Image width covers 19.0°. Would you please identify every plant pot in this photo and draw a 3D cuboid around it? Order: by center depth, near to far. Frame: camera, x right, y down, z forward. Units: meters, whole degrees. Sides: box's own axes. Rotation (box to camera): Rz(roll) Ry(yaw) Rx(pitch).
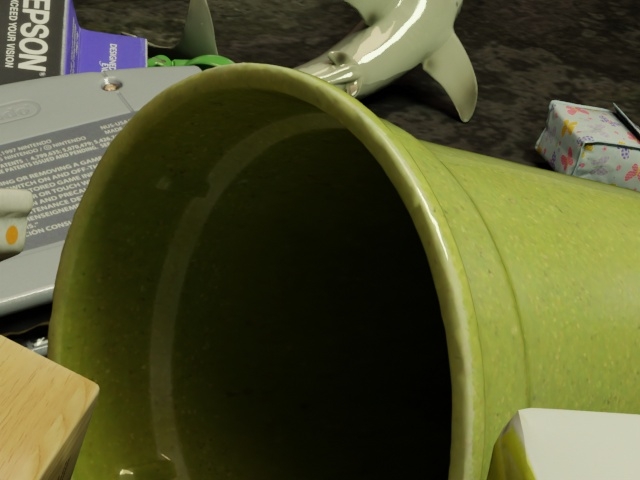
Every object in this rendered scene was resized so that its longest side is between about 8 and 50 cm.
[{"bbox_3d":[0.055,0.063,0.887,0.254,0.276,0.276,0,25,-43],"label":"plant pot"}]

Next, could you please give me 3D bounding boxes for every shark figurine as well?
[{"bbox_3d":[0.004,-0.143,1.456,0.278,0.166,0.116,-23,11,-19],"label":"shark figurine"}]

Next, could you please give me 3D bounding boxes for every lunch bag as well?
[{"bbox_3d":[0.208,-0.066,1.378,0.083,0.053,0.071,9,26,-21],"label":"lunch bag"}]

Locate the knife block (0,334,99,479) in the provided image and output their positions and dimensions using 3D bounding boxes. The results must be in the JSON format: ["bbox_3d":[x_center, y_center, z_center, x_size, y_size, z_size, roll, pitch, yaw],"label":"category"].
[{"bbox_3d":[-0.203,0.128,0.754,0.275,0.088,0.242,27,41,5],"label":"knife block"}]

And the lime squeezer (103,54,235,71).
[{"bbox_3d":[-0.110,-0.083,1.337,0.310,0.059,0.110,2,58,-16],"label":"lime squeezer"}]

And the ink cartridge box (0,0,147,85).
[{"bbox_3d":[-0.214,-0.089,1.240,0.208,0.045,0.206,4,46,-10],"label":"ink cartridge box"}]

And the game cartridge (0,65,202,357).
[{"bbox_3d":[-0.172,-0.015,1.093,0.294,0.060,0.196,-16,47,-23],"label":"game cartridge"}]

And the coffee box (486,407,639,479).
[{"bbox_3d":[0.195,0.266,0.395,0.334,0.338,0.338,3,27,-10],"label":"coffee box"}]

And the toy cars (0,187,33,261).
[{"bbox_3d":[-0.338,0.013,0.920,0.393,0.087,0.176,0,0,-11],"label":"toy cars"}]
